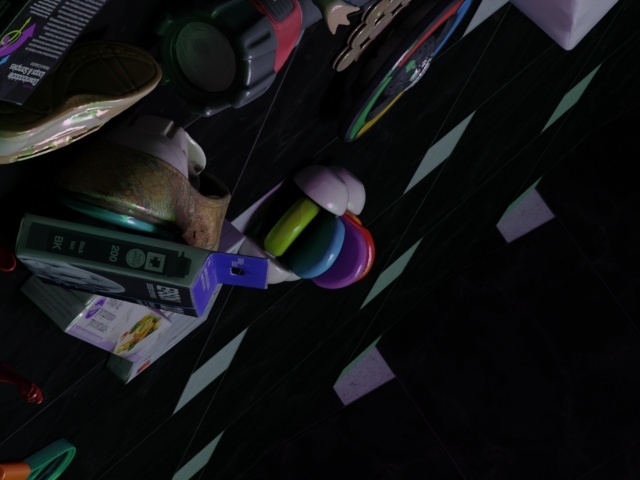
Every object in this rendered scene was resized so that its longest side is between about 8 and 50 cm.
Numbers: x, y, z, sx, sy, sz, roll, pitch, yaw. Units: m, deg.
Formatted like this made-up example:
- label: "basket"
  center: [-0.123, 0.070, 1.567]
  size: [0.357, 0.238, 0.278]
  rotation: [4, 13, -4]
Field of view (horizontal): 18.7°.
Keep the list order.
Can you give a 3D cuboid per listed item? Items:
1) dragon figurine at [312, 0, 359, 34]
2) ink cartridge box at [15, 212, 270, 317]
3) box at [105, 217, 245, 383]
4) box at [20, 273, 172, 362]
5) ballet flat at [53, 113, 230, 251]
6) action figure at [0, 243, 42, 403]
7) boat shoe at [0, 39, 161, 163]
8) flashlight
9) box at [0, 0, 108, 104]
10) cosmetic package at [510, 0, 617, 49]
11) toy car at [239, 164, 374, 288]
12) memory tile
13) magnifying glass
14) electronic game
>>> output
- label: "dragon figurine"
  center: [-0.034, -0.249, 1.500]
  size: [0.085, 0.144, 0.289]
  rotation: [-48, 150, 12]
- label: "ink cartridge box"
  center: [-0.149, 0.028, 1.692]
  size: [0.206, 0.208, 0.045]
  rotation: [100, 1, -82]
- label: "box"
  center: [-0.167, 0.071, 2.241]
  size: [0.145, 0.038, 0.186]
  rotation: [-39, 165, -35]
- label: "box"
  center: [-0.219, 0.067, 1.956]
  size: [0.063, 0.067, 0.324]
  rotation: [-48, 168, -2]
- label: "ballet flat"
  center: [-0.150, -0.052, 1.728]
  size: [0.123, 0.123, 0.348]
  rotation: [-47, 169, -1]
- label: "action figure"
  center: [-0.295, 0.120, 1.687]
  size: [0.091, 0.139, 0.280]
  rotation: [-39, 169, -31]
- label: "boat shoe"
  center: [-0.195, -0.103, 1.475]
  size: [0.170, 0.063, 0.059]
  rotation: [-25, 159, -42]
- label: "flashlight"
  center: [-0.028, -0.201, 1.686]
  size: [0.304, 0.103, 0.103]
  rotation: [-39, 138, -54]
- label: "box"
  center: [-0.188, -0.167, 1.349]
  size: [0.162, 0.029, 0.116]
  rotation: [-50, 168, 8]
- label: "cosmetic package"
  center: [0.377, -0.449, 2.179]
  size: [0.453, 0.161, 0.230]
  rotation: [-47, 169, -5]
- label: "toy car"
  center: [0.000, 0.000, 2.373]
  size: [0.159, 0.136, 0.182]
  rotation: [-49, 169, 11]
- label: "memory tile"
  center: [0.069, -0.248, 2.100]
  size: [0.113, 0.012, 0.148]
  rotation: [-35, 164, -48]
- label: "magnifying glass"
  center: [-0.348, 0.273, 2.303]
  size: [0.092, 0.026, 0.231]
  rotation: [-48, 171, 3]
- label: "electronic game"
  center: [0.098, -0.203, 2.230]
  size: [0.229, 0.048, 0.229]
  rotation: [-48, 174, -6]
